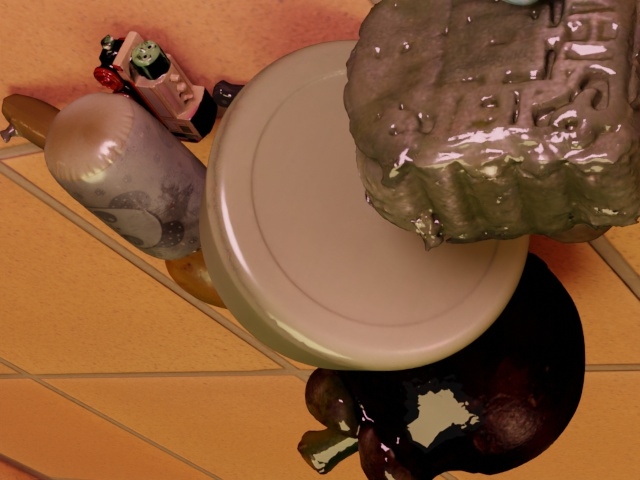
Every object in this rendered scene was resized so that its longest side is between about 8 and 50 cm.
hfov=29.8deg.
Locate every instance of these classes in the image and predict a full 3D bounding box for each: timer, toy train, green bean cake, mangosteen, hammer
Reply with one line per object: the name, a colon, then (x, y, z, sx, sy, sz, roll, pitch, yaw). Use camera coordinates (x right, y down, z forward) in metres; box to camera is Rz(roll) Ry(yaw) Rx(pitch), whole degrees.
timer: (0.000, 0.000, 1.142, 0.291, 0.291, 0.315, 21, 160, -13)
toy train: (-0.161, -0.150, 1.177, 0.087, 0.050, 0.138, 9, 154, 29)
green bean cake: (0.138, -0.109, 0.900, 0.227, 0.222, 0.125, -2, 151, 25)
mangosteen: (0.136, 0.133, 1.298, 0.297, 0.313, 0.297, 22, 143, 18)
hammer: (-0.244, -0.095, 1.228, 0.305, 0.113, 0.202, 28, 166, 40)

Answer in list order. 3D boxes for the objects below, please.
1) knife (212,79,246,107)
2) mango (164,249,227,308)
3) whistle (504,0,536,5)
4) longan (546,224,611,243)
knife: (0.009, -0.142, 1.152, 0.245, 0.019, 0.072, 6, 150, 12)
mango: (-0.060, 0.030, 1.436, 0.253, 0.113, 0.138, 5, 150, 5)
whistle: (0.060, -0.243, 0.824, 0.274, 0.093, 0.186, 21, -179, -6)
longan: (0.229, -0.054, 1.123, 0.119, 0.106, 0.106, 57, 151, 4)
